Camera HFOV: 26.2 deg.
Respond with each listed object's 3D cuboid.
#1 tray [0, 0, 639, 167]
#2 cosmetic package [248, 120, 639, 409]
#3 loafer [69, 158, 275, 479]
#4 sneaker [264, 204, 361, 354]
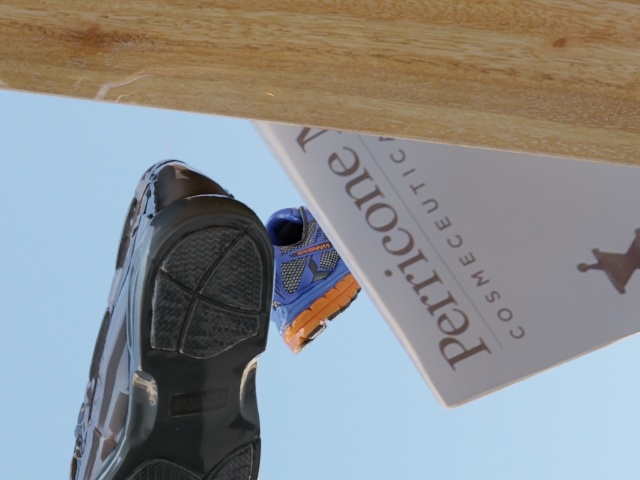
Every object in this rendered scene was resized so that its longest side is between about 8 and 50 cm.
[{"bbox_3d":[0.024,-0.081,0.551,0.203,0.410,0.076,-13,-71,-71],"label":"tray"},{"bbox_3d":[0.187,-0.167,0.831,0.329,0.393,0.327,55,-150,-12],"label":"cosmetic package"},{"bbox_3d":[-0.082,0.085,0.730,0.096,0.084,0.268,1,-61,-26],"label":"loafer"},{"bbox_3d":[0.000,0.000,1.100,0.087,0.083,0.221,44,-154,-6],"label":"sneaker"}]
